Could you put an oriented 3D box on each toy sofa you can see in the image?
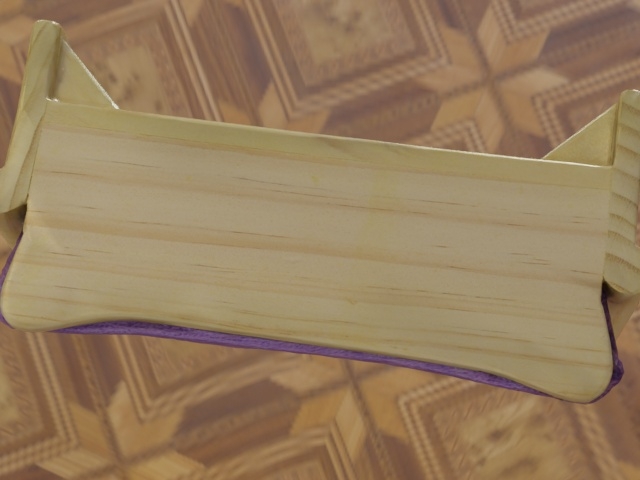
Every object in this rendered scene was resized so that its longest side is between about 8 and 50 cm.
[{"bbox_3d":[0.000,0.000,0.948,0.362,0.150,0.177,6,74,4],"label":"toy sofa"}]
